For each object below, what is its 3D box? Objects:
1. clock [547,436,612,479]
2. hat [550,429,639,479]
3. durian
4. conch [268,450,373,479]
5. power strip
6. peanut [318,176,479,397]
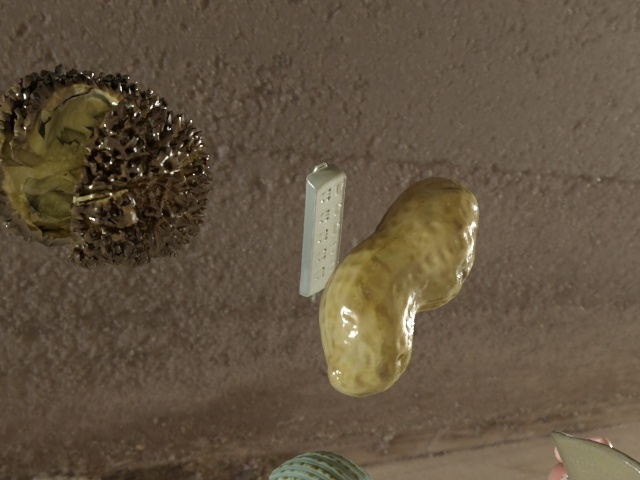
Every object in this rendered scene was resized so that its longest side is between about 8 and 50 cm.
[{"bbox_3d":[0.312,0.337,0.871,0.092,0.162,0.166,-24,109,45],"label":"clock"},{"bbox_3d":[0.161,0.216,0.437,0.144,0.173,0.166,-43,167,-2],"label":"hat"},{"bbox_3d":[-0.167,-0.065,0.604,0.196,0.196,0.167,2,138,-33],"label":"durian"},{"bbox_3d":[0.018,0.403,1.150,0.131,0.172,0.200,-33,169,18],"label":"conch"},{"bbox_3d":[0.000,0.000,1.091,0.060,0.027,0.253,-30,139,-35],"label":"power strip"},{"bbox_3d":[0.071,0.036,0.683,0.229,0.103,0.098,-50,163,-21],"label":"peanut"}]
